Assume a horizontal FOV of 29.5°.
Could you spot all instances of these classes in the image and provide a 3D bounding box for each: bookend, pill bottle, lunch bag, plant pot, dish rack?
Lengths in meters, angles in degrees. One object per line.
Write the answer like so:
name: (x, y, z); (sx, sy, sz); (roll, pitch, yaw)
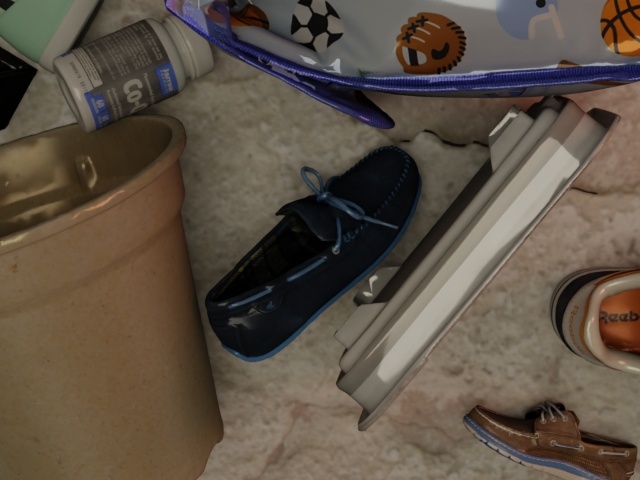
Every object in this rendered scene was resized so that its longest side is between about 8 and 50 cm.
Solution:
bookend: (-0.370, -0.166, 1.141); (0.157, 0.156, 0.072); (31, 102, -2)
pill bottle: (-0.176, -0.163, 1.150); (0.137, 0.078, 0.078); (-27, 99, -14)
lunch bag: (0.080, -0.216, 1.016); (0.385, 0.328, 0.239); (-3, 99, 3)
plant pot: (-0.236, 0.085, 1.121); (0.334, 0.334, 0.305); (-15, 111, 7)
dish rack: (0.123, -0.002, 1.076); (0.072, 0.285, 0.333); (39, 101, 1)

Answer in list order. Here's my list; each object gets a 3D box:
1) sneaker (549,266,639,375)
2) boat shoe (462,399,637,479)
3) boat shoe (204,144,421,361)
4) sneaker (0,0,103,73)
sneaker: (0.387, 0.070, 1.153); (0.321, 0.127, 0.126); (-10, 99, 4)
boat shoe: (0.232, 0.197, 1.223); (0.183, 0.066, 0.066); (23, 97, -11)
boat shoe: (0.000, 0.000, 1.129); (0.258, 0.109, 0.089); (-51, 133, -21)
sneaker: (-0.249, -0.299, 1.133); (0.151, 0.094, 0.256); (32, 104, -9)
